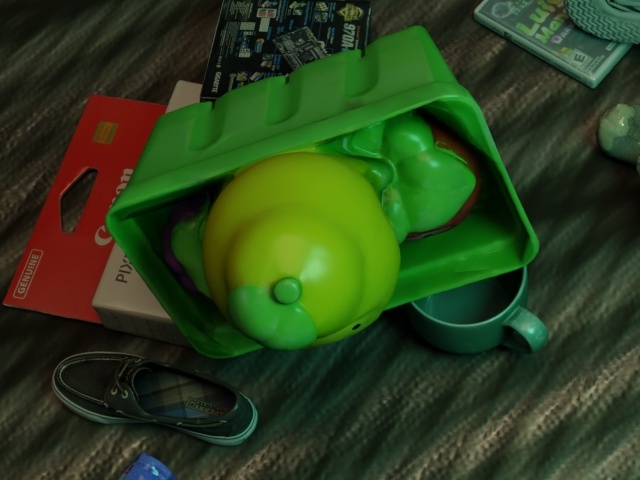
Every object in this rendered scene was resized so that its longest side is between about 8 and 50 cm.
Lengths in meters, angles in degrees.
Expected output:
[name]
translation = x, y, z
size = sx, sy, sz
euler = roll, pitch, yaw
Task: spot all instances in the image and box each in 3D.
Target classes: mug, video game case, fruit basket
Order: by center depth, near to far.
[fruit basket]
translation = 0.000, 0.000, 1.399
size = 0.392, 0.283, 0.392
euler = -15, 45, 16
[mug]
translation = 0.152, 0.062, 1.551
size = 0.129, 0.097, 0.157
euler = -14, 61, 0
[video game case]
translation = 0.304, -0.285, 1.763
size = 0.173, 0.022, 0.190
euler = 35, 72, 24

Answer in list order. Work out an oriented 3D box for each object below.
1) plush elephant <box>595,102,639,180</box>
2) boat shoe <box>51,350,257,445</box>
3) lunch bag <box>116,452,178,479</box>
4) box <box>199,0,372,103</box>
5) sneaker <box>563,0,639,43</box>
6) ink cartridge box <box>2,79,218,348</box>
[plush elephant]
translation = 0.459, -0.127, 1.516
size = 0.272, 0.255, 0.330
euler = -27, 61, -6
[boat shoe]
translation = -0.178, 0.155, 1.563
size = 0.229, 0.076, 0.080
euler = 16, 65, 17
[lunch bag]
translation = -0.188, 0.322, 1.347
size = 0.138, 0.293, 0.221
euler = 27, 69, 22
[box]
translation = -0.035, -0.198, 1.697
size = 0.175, 0.051, 0.220
euler = 3, 40, 3
[sneaker]
translation = 0.439, -0.358, 1.661
size = 0.366, 0.137, 0.210
euler = -23, 35, 33
[ink cartridge box]
translation = -0.192, -0.042, 1.681
size = 0.261, 0.066, 0.296
euler = 11, 63, 13
